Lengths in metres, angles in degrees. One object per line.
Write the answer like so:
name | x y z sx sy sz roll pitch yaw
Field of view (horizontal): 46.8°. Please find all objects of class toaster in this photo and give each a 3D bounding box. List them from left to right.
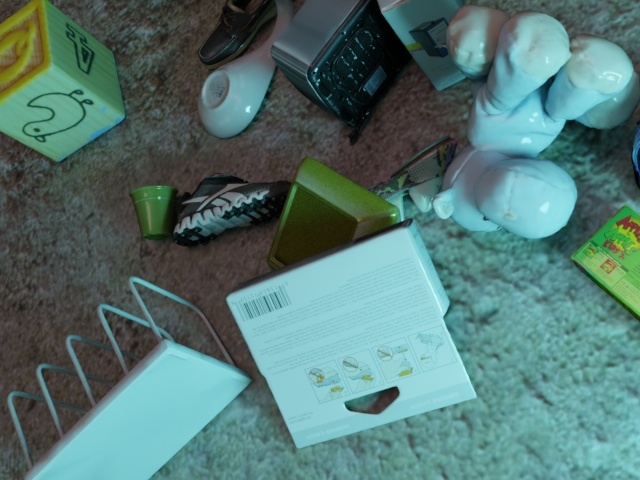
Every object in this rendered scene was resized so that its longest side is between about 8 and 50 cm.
toaster | 0.034 -0.275 1.118 0.110 0.168 0.186 37 90 37

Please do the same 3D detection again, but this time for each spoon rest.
spoon rest | -0.123 -0.304 1.278 0.137 0.084 0.276 39 105 35

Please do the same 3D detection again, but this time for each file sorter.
file sorter | -0.286 0.214 1.087 0.277 0.193 0.173 -43 54 7

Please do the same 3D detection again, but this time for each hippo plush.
hippo plush | 0.212 -0.130 0.898 0.294 0.234 0.237 22 92 50

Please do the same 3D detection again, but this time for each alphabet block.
alphabet block | -0.517 -0.302 1.409 0.192 0.197 0.194 -30 60 16

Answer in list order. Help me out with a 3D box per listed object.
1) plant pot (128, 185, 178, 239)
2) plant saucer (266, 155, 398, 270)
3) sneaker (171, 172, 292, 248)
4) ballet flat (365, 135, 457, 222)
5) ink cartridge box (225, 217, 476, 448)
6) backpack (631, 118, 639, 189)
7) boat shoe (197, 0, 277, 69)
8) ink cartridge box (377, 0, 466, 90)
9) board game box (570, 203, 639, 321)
plant pot | -0.281 -0.044 1.256 0.083 0.083 0.079 -11 78 25
plant saucer | 0.000 0.000 1.053 0.188 0.045 0.188 33 114 34
sneaker | -0.143 -0.070 1.180 0.234 0.078 0.106 -19 63 28
ballet flat | 0.110 -0.062 1.054 0.221 0.077 0.079 -30 78 21
ink cartridge box | 0.043 0.129 0.991 0.275 0.060 0.239 -21 99 20
backpack | 0.430 -0.120 0.833 0.158 0.173 0.117 -3 70 29
boat shoe | -0.142 -0.402 1.317 0.223 0.073 0.080 -40 57 9
ink cartridge box | 0.148 -0.338 1.049 0.093 0.212 0.154 -25 61 19
board game box | 0.395 0.051 0.863 0.092 0.043 0.181 -45 57 5
